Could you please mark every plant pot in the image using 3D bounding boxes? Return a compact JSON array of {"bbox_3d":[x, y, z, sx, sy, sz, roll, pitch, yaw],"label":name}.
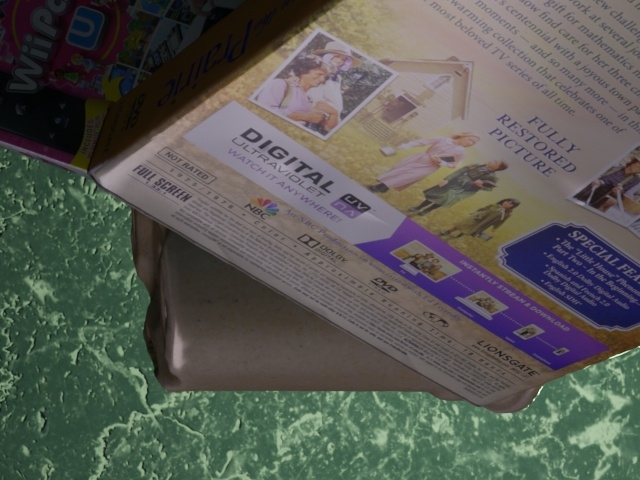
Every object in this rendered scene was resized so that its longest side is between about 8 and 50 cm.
[{"bbox_3d":[0.000,0.000,1.192,0.305,0.334,0.334,-5,-178,-14],"label":"plant pot"}]

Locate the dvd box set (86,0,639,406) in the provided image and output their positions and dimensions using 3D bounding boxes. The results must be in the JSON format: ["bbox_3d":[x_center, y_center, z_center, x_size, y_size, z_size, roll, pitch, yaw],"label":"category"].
[{"bbox_3d":[0.126,-0.060,0.679,0.307,0.062,0.420,31,140,-28],"label":"dvd box set"}]

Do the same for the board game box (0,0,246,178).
[{"bbox_3d":[-0.211,-0.173,1.342,0.303,0.224,0.097,19,178,5],"label":"board game box"}]
